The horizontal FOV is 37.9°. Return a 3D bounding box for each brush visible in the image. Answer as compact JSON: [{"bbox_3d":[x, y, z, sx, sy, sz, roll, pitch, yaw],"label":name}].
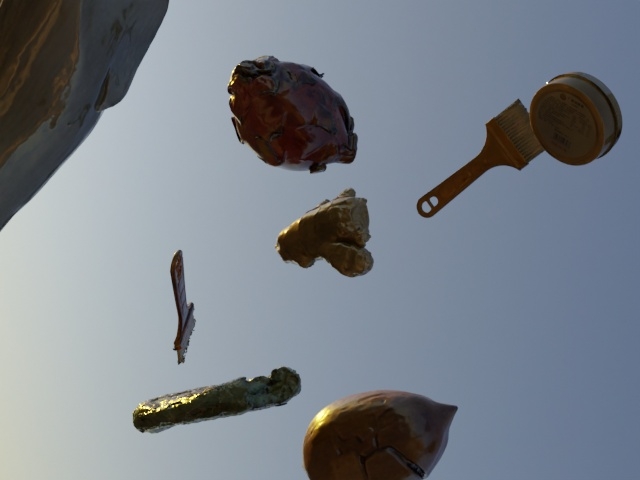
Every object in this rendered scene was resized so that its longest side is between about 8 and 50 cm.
[{"bbox_3d":[0.271,-0.126,1.640,0.272,0.013,0.103,-39,-103,29],"label":"brush"},{"bbox_3d":[-0.234,0.107,1.568,0.314,0.017,0.090,97,6,-57],"label":"brush"}]

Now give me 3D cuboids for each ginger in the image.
[{"bbox_3d":[0.005,-0.013,1.313,0.205,0.081,0.115,5,-76,50],"label":"ginger"}]

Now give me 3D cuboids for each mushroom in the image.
[{"bbox_3d":[-0.184,-0.093,0.592,0.247,0.096,0.108,-57,-153,-1],"label":"mushroom"}]

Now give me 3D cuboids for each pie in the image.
[{"bbox_3d":[-0.177,0.276,1.600,0.302,0.303,0.066,-27,-106,63],"label":"pie"}]

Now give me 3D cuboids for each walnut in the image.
[{"bbox_3d":[0.106,0.356,1.646,0.203,0.298,0.203,56,14,-21],"label":"walnut"}]

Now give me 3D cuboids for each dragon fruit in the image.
[{"bbox_3d":[-0.065,-0.269,2.028,0.250,0.315,0.250,-13,-106,54],"label":"dragon fruit"}]

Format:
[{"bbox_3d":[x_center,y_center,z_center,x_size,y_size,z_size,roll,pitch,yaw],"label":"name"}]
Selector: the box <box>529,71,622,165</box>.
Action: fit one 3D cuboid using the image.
[{"bbox_3d":[0.287,-0.137,1.053,0.105,0.037,0.105,36,-36,32],"label":"box"}]
